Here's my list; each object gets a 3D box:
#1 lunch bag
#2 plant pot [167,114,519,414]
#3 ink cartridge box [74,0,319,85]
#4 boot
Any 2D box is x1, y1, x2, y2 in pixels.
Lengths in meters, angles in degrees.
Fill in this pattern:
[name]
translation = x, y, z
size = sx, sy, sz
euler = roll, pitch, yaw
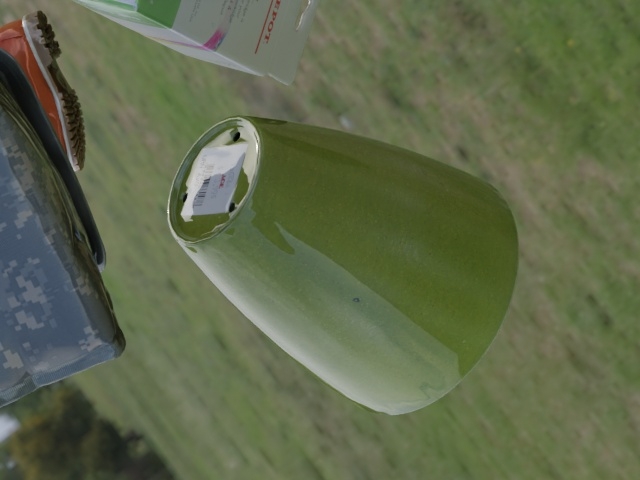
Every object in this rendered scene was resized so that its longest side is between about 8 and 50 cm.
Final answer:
[lunch bag]
translation = -0.280, -0.027, 1.189
size = 0.287, 0.169, 0.235
euler = -127, 15, -65
[plant pot]
translation = 0.000, 0.000, 1.464
size = 0.293, 0.275, 0.275
euler = 28, -173, -37
[ink cartridge box]
translation = -0.121, -0.303, 1.550
size = 0.119, 0.207, 0.353
euler = 17, 179, 25
[boot]
translation = -0.281, -0.134, 1.419
size = 0.059, 0.084, 0.158
euler = -77, -33, -80
